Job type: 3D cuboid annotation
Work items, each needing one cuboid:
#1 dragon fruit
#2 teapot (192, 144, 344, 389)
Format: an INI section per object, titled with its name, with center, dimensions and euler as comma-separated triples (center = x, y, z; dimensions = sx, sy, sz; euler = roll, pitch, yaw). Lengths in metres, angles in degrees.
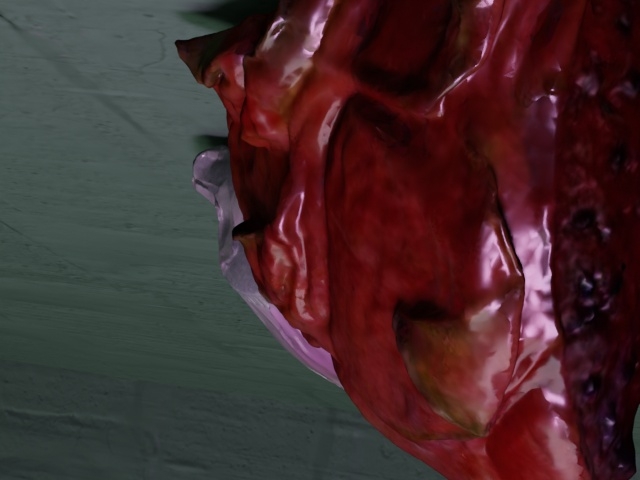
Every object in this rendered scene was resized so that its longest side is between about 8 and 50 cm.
[dragon fruit]
center = 0.017, -0.021, 0.919
dimensions = 0.329, 0.286, 0.228
euler = 13, 175, 32
[teapot]
center = 0.011, -0.007, 1.290
dimensions = 0.163, 0.221, 0.178
euler = -39, 132, 21
